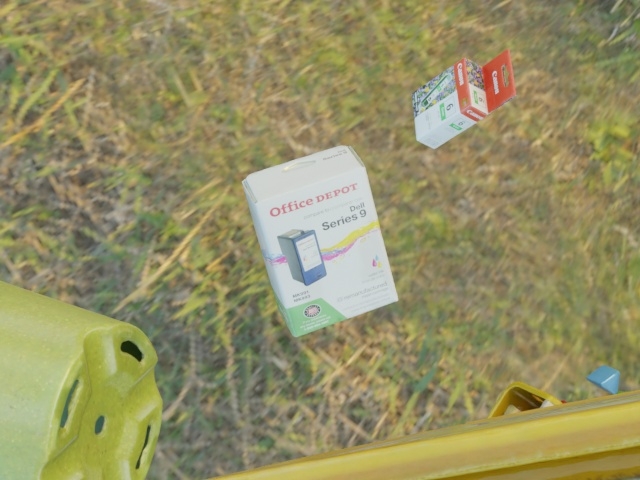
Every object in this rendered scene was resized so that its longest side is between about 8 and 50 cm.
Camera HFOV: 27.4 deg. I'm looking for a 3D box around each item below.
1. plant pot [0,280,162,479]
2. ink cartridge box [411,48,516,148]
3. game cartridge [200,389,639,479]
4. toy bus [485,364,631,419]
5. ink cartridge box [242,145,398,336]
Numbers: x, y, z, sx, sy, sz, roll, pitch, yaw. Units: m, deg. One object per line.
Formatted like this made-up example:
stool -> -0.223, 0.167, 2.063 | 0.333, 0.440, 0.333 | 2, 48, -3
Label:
plant pot -> -0.289, 0.143, 1.148 | 0.253, 0.276, 0.276 | 8, 111, 23
ink cartridge box -> 0.144, -0.148, 1.332 | 0.029, 0.063, 0.115 | 22, 141, -36
game cartridge -> 0.130, 0.095, 0.615 | 0.285, 0.323, 0.053 | -16, 83, 30
toy bus -> 0.292, 0.255, 1.608 | 0.104, 0.190, 0.202 | 22, 122, 61
ink cartridge box -> 0.000, 0.000, 1.745 | 0.154, 0.093, 0.212 | -18, 116, -8
